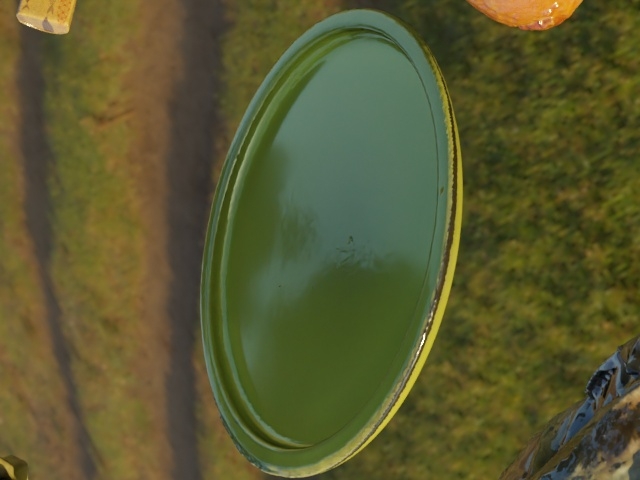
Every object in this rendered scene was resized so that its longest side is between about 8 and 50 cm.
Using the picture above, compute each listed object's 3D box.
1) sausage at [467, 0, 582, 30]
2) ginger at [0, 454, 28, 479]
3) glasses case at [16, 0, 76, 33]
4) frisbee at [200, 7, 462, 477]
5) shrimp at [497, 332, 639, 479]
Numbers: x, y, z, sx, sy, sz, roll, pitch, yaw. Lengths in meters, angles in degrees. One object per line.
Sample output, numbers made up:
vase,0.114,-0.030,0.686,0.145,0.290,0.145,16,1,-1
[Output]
sausage,0.196,-0.346,1.662,0.268,0.153,0.141,33,158,-36
ginger,-0.391,0.232,1.253,0.413,0.359,0.211,120,148,-49
glasses case,-0.317,-0.338,1.794,0.041,0.065,0.169,111,172,-75
frisbee,0.000,0.000,0.734,0.236,0.017,0.235,-28,56,53
shrimp,0.183,0.139,0.913,0.110,0.221,0.445,32,133,-1
